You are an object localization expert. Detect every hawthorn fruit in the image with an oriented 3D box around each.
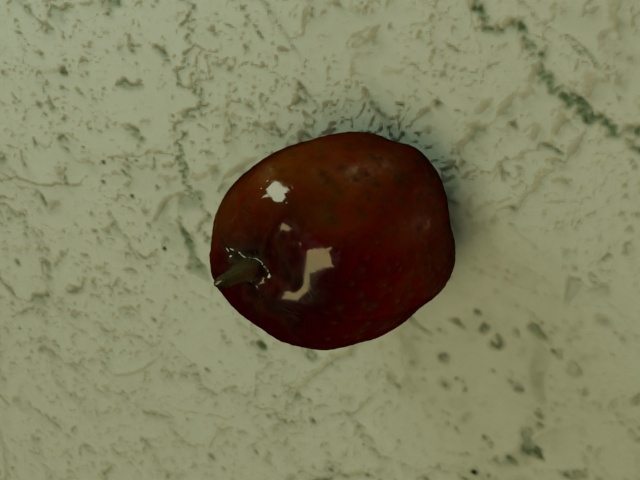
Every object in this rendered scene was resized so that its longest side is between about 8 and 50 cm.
[{"bbox_3d":[0.000,0.000,1.581,0.215,0.249,0.215,16,111,47],"label":"hawthorn fruit"}]
